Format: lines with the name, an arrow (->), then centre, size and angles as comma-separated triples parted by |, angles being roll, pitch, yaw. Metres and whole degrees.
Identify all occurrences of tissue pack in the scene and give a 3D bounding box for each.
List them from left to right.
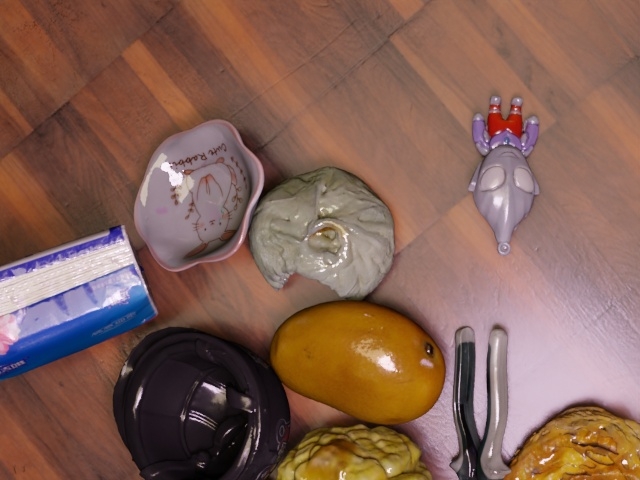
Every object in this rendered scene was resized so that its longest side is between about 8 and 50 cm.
tissue pack -> -0.372, 0.094, 1.719 | 0.269, 0.209, 0.137 | -19, 77, -8

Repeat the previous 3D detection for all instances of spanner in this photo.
spanner -> 0.222, 0.284, 1.713 | 0.095, 0.040, 0.325 | -4, 84, 48

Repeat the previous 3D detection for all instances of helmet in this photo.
helmet -> -0.150, 0.247, 1.732 | 0.278, 0.160, 0.231 | 28, 98, 39

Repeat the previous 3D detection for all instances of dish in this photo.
dish -> -0.159, -0.056, 1.764 | 0.229, 0.081, 0.230 | -10, 70, 30

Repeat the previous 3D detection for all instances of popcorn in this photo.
popcorn -> 0.043, 0.353, 1.670 | 0.235, 0.216, 0.181 | 18, 110, 41

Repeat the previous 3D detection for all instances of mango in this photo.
mango -> 0.050, 0.163, 1.704 | 0.254, 0.139, 0.176 | 15, 122, 12

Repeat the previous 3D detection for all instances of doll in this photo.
doll -> 0.259, -0.090, 1.721 | 0.102, 0.075, 0.228 | 5, 78, 0

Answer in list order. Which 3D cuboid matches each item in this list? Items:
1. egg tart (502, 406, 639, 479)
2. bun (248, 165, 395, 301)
egg tart -> 0.382, 0.368, 1.644 | 0.297, 0.132, 0.297 | -21, 58, 38
bun -> 0.000, 0.000, 1.733 | 0.212, 0.126, 0.204 | -20, 84, 9
